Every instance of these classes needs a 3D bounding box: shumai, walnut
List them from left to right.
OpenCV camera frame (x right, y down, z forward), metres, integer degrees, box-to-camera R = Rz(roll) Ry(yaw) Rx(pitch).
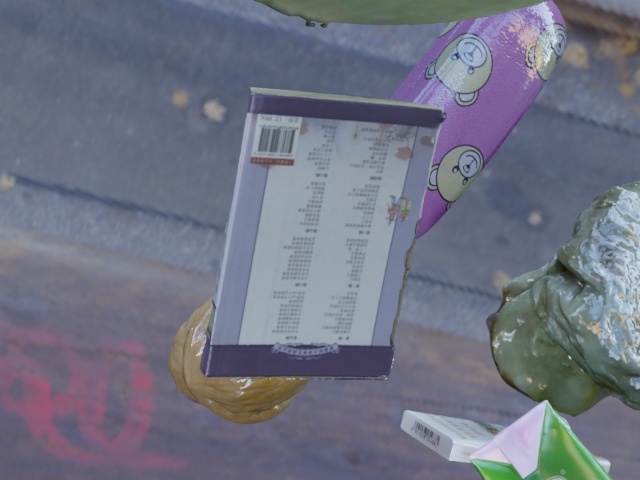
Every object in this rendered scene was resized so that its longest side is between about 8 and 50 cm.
[{"bbox_3d":[-0.075,0.117,1.577,0.166,0.166,0.149,-30,107,-35],"label":"walnut"},{"bbox_3d":[0.336,0.079,1.833,0.309,0.263,0.304,36,55,-32],"label":"shumai"}]

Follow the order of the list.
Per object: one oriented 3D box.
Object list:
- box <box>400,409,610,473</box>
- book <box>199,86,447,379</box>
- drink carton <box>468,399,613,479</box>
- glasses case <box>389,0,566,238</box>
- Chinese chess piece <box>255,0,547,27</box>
[{"bbox_3d":[0.217,0.241,1.771,0.220,0.122,0.032,12,95,-27],"label":"box"},{"bbox_3d":[0.000,0.000,1.158,0.157,0.231,0.026,3,21,-21],"label":"book"},{"bbox_3d":[0.274,0.302,1.498,0.108,0.161,0.271,-36,68,0],"label":"drink carton"},{"bbox_3d":[0.144,-0.139,1.603,0.123,0.076,0.316,42,83,-30],"label":"glasses case"},{"bbox_3d":[0.075,-0.275,1.043,0.349,0.349,0.146,3,73,-22],"label":"Chinese chess piece"}]
